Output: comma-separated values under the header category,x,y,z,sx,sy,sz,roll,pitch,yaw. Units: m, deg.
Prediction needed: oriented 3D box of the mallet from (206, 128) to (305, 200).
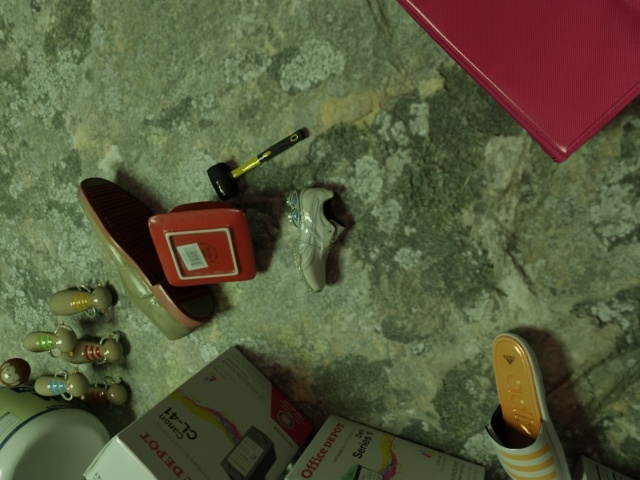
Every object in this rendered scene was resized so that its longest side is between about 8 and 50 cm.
category,x,y,z,sx,sy,sz,roll,pitch,yaw
mallet,-0.105,-0.125,0.846,0.189,0.039,0.063,-19,93,21

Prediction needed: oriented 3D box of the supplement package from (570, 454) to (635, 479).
category,x,y,z,sx,sy,sz,roll,pitch,yaw
supplement package,0.378,0.463,0.648,0.145,0.262,0.204,23,109,17

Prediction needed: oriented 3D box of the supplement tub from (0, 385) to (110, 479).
category,x,y,z,sx,sy,sz,roll,pitch,yaw
supplement tub,-0.624,0.441,1.052,0.324,0.235,0.236,4,103,36

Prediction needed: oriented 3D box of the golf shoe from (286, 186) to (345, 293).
category,x,y,z,sx,sy,sz,roll,pitch,yaw
golf shoe,0.000,0.000,0.813,0.085,0.069,0.176,-6,100,17

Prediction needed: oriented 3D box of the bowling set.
category,x,y,z,sx,sy,sz,roll,pitch,yaw
bowling set,-0.507,0.249,1.009,0.154,0.200,0.287,-8,102,22

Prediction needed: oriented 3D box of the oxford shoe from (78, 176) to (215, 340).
category,x,y,z,sx,sy,sz,roll,pitch,yaw
oxford shoe,-0.350,0.041,0.936,0.130,0.123,0.348,-40,84,30

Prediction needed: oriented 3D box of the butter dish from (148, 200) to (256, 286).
category,x,y,z,sx,sy,sz,roll,pitch,yaw
butter dish,-0.195,-0.012,0.866,0.159,0.118,0.160,-5,130,-1

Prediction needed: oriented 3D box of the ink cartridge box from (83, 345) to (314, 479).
category,x,y,z,sx,sy,sz,roll,pitch,yaw
ink cartridge box,-0.178,0.345,0.827,0.226,0.306,0.131,43,114,8

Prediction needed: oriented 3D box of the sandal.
category,x,y,z,sx,sy,sz,roll,pitch,yaw
sandal,0.281,0.270,0.732,0.102,0.076,0.266,-15,90,63

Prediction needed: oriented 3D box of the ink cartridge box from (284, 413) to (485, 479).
category,x,y,z,sx,sy,sz,roll,pitch,yaw
ink cartridge box,0.098,0.409,0.785,0.277,0.201,0.117,12,105,20

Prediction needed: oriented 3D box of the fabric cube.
category,x,y,z,sx,sy,sz,roll,pitch,yaw
fabric cube,0.263,-0.269,0.541,0.258,0.254,0.259,46,114,7
